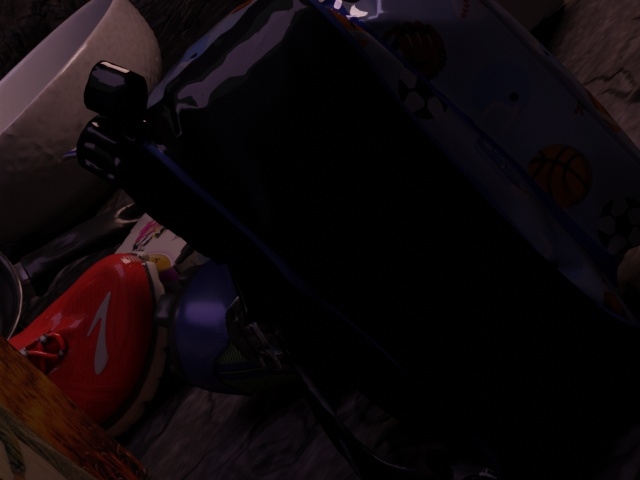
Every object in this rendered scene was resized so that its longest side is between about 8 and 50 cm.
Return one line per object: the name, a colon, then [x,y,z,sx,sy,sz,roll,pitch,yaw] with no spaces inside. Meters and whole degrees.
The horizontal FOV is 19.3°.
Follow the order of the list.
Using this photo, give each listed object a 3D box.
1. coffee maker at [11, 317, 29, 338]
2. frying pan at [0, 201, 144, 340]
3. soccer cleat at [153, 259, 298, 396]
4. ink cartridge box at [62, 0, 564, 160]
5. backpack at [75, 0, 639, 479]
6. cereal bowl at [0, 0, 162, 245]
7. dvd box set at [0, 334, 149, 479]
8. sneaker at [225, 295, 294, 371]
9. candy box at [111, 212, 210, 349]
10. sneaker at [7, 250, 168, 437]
coffee maker: [-0.317,0.147,1.562,0.178,0.120,0.171,-53,10,-24]
frying pan: [-0.286,0.031,1.497,0.197,0.053,0.326,28,52,31]
soccer cleat: [0.000,0.001,1.240,0.121,0.093,0.289,3,37,27]
ink cartridge box: [0.009,-0.111,1.231,0.175,0.069,0.371,-7,19,34]
backpack: [0.026,-0.022,0.916,0.213,0.276,0.263,-42,10,-9]
cereal bowl: [-0.294,-0.112,2.059,0.339,0.141,0.339,-40,18,16]
dvd box set: [-0.294,0.101,1.073,0.062,0.420,0.308,-37,18,26]
sneaker: [0.022,0.029,1.110,0.162,0.063,0.073,-21,5,3]
candy box: [-0.068,-0.025,1.444,0.159,0.071,0.233,-20,30,54]
sneaker: [-0.217,0.113,1.346,0.279,0.118,0.107,-46,55,22]
